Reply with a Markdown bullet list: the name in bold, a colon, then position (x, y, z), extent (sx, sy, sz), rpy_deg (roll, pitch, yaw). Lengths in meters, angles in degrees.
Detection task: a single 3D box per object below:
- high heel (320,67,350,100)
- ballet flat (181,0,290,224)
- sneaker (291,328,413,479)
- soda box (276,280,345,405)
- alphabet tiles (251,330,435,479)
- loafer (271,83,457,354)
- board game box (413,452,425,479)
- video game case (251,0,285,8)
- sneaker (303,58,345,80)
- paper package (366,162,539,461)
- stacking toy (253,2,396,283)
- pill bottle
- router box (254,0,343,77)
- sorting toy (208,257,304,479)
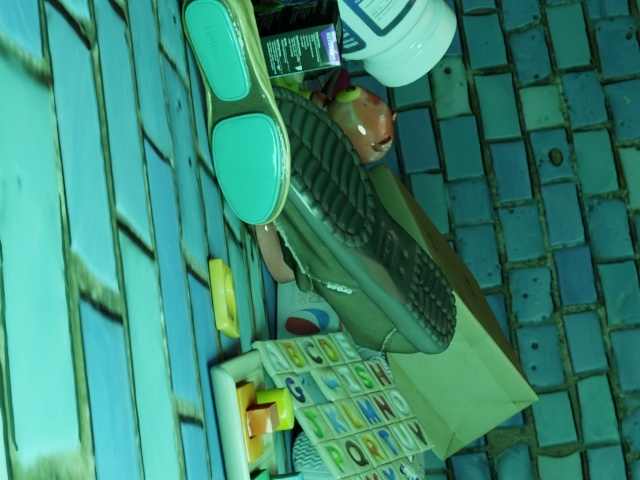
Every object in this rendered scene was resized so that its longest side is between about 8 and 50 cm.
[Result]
- **high heel**: position (0.034, -0.108, 1.795), extent (0.082, 0.117, 0.244), rpy_deg (142, -36, -65)
- **ballet flat**: position (-0.067, -0.130, 1.238), extent (0.073, 0.080, 0.232), rpy_deg (-55, 139, -59)
- **sneaker**: position (0.050, 0.266, 1.581), extent (0.365, 0.137, 0.210), rpy_deg (-97, 174, -56)
- **soda box**: position (-0.010, 0.100, 1.561), extent (0.216, 0.074, 0.069), rpy_deg (-92, 172, -56)
- **alphabet tiles**: position (0.040, 0.180, 1.386), extent (0.198, 0.009, 0.237), rpy_deg (56, 23, 16)
- **loafer**: position (0.000, 0.000, 1.398), extent (0.366, 0.130, 0.133), rpy_deg (53, 36, -24)
- **board game box**: position (0.083, 0.248, 1.974), extent (0.243, 0.042, 0.165), rpy_deg (42, 42, -48)
- **video game case**: position (-0.034, -0.390, 1.653), extent (0.248, 0.035, 0.274), rpy_deg (-45, 135, -40)
- **sneaker**: position (-0.034, -0.350, 1.838), extent (0.111, 0.121, 0.299), rpy_deg (59, 22, -79)
- **paper package**: position (0.130, 0.095, 1.903), extent (0.309, 0.168, 0.325), rpy_deg (49, 12, -34)
- **stacking toy**: position (0.004, -0.121, 1.561), extent (0.279, 0.130, 0.309), rpy_deg (74, 17, -45)
- **pill bottle**: position (0.033, -0.305, 1.549), extent (0.265, 0.153, 0.153), rpy_deg (40, 30, -34)
- **router box**: position (-0.046, -0.202, 1.351), extent (0.179, 0.133, 0.046), rpy_deg (-83, 163, -71)
- **sorting toy**: position (-0.046, 0.184, 1.134), extent (0.196, 0.047, 0.347), rpy_deg (2, 79, -85)
